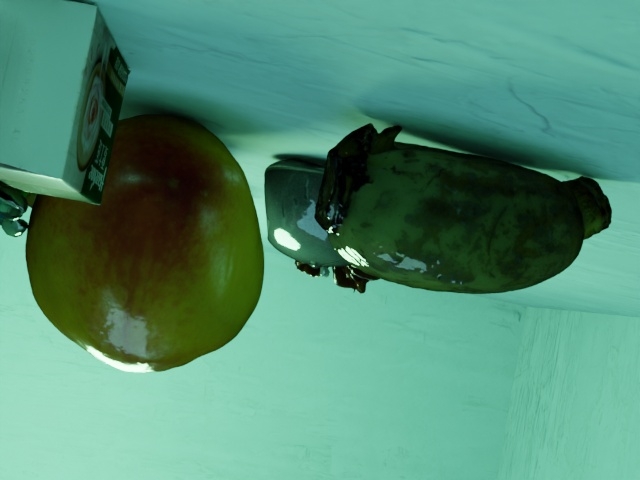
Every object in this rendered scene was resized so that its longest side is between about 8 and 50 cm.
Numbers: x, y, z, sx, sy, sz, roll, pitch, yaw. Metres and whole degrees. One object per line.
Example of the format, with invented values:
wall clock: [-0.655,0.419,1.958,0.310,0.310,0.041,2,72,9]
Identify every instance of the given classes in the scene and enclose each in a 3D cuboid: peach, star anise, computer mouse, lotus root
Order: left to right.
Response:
peach: [-0.204,-0.006,1.069,0.289,0.289,0.308,9,150,18]
computer mouse: [0.000,0.000,1.312,0.167,0.090,0.379,10,158,7]
star anise: [0.038,-0.005,1.515,0.190,0.126,0.220,26,156,-25]
lotus root: [0.147,-0.021,0.912,0.309,0.173,0.173,5,177,-15]

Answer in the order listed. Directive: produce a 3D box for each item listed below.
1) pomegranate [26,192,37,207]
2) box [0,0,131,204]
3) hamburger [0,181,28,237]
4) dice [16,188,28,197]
pomegranate: [-0.416,-0.099,1.444,0.130,0.130,0.130,11,175,1]
box: [-0.218,-0.109,0.759,0.081,0.135,0.199,10,176,-2]
hamburger: [-0.409,-0.132,1.046,0.276,0.150,0.260,26,167,32]
dice: [-0.472,-0.122,1.287,0.131,0.120,0.128,11,174,-35]
